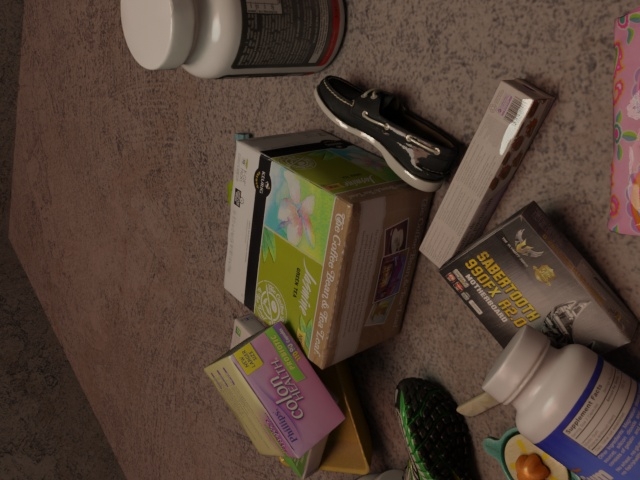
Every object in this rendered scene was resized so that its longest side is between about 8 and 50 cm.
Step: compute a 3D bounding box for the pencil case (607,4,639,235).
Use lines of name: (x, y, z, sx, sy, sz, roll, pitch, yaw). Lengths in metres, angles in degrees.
pencil case: (0.412, -0.144, 0.734, 0.124, 0.124, 0.284, 8, 107, 48)

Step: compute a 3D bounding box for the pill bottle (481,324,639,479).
pill bottle: (0.363, 0.237, 0.824, 0.272, 0.152, 0.152, 34, 128, 15)

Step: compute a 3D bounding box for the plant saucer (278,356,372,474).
plant saucer: (-0.020, 0.354, 1.413, 0.332, 0.081, 0.333, -20, 87, 50)

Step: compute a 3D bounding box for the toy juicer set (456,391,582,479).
toy juicer set: (0.359, 0.330, 0.963, 0.329, 0.089, 0.209, 44, 131, 32)

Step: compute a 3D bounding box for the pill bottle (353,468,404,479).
pill bottle: (0.098, 0.584, 1.295, 0.153, 0.153, 0.265, 59, 137, 18)

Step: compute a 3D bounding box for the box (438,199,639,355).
box: (0.317, 0.082, 0.912, 0.231, 0.056, 0.183, 50, 138, 3)

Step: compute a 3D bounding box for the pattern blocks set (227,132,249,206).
pattern blocks set: (-0.147, -0.083, 1.437, 0.285, 0.026, 0.325, 34, 128, 49)

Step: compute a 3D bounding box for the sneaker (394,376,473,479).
sneaker: (0.197, 0.425, 1.144, 0.146, 0.134, 0.344, -14, 91, 51)

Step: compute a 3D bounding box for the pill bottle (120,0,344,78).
pill bottle: (-0.149, -0.399, 1.100, 0.210, 0.363, 0.210, 18, 115, 44)

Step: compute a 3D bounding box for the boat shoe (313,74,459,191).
boat shoe: (0.114, -0.212, 1.063, 0.302, 0.114, 0.091, 41, 131, 18)

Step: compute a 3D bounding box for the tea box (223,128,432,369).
tea box: (0.000, 0.000, 1.168, 0.323, 0.220, 0.329, 31, 124, 39)

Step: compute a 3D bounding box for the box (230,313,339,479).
box: (-0.102, 0.351, 1.403, 0.322, 0.058, 0.232, 39, 129, 36)

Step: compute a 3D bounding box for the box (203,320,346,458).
box: (-0.097, 0.289, 1.170, 0.214, 0.117, 0.243, 56, 154, 2)

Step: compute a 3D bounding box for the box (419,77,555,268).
box: (0.254, -0.095, 0.967, 0.067, 0.063, 0.324, 45, 132, 33)
